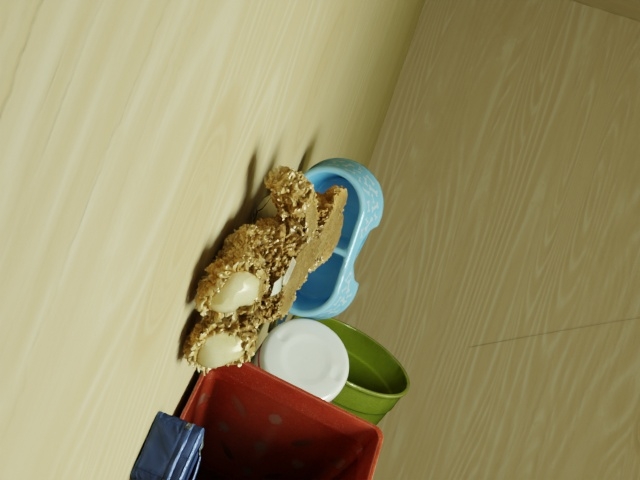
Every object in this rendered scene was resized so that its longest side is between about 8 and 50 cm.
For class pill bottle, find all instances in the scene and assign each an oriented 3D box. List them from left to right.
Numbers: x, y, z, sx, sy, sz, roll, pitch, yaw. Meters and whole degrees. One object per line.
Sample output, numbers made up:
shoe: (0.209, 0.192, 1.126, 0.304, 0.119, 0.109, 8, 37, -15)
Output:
pill bottle: (-0.064, 0.267, 1.582, 0.283, 0.160, 0.160, 123, -10, -57)

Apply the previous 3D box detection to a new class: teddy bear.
teddy bear: (-0.080, 0.026, 1.090, 0.245, 0.113, 0.338, 93, 23, -48)

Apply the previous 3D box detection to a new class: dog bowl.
dog bowl: (0.000, 0.000, 1.498, 0.074, 0.166, 0.297, -10, 119, -71)

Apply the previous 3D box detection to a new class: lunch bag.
lunch bag: (-0.174, 0.258, 0.999, 0.067, 0.065, 0.098, 99, 10, -62)

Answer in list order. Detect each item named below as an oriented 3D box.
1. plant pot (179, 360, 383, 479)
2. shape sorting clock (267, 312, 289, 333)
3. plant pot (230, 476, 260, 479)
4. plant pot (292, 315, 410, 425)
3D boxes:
plant pot: (-0.105, 0.361, 1.173, 0.235, 0.267, 0.267, -60, -175, 45)
shape sorting clock: (-0.074, 0.096, 1.671, 0.206, 0.040, 0.206, -163, -90, -85)
plant pot: (-0.134, 0.413, 1.430, 0.188, 0.205, 0.205, -56, 178, 10)
plant pot: (0.003, 0.449, 2.361, 0.353, 0.366, 0.366, -61, 178, 17)
